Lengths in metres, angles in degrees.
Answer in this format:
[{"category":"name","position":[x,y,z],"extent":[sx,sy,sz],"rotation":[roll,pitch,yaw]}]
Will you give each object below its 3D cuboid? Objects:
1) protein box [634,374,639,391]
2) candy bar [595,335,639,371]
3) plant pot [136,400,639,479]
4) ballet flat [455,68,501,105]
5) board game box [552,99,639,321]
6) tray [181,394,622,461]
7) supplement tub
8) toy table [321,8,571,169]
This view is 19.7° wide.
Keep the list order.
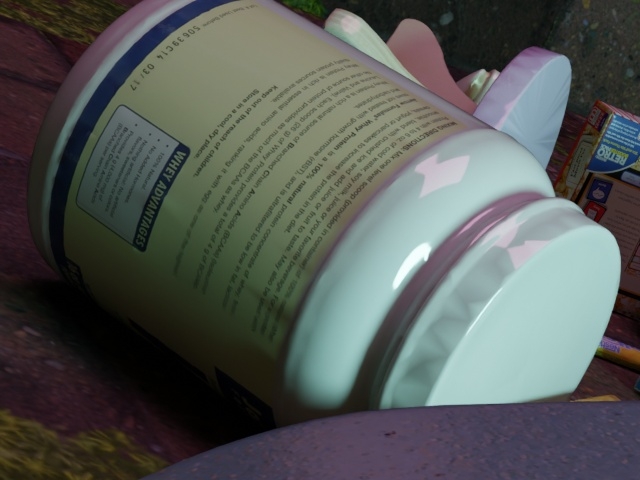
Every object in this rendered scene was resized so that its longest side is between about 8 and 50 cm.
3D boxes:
[{"category":"protein box","position":[0.426,0.098,1.616],"extent":[0.201,0.200,0.136],"rotation":[35,17,33]},{"category":"candy bar","position":[0.252,0.093,1.712],"extent":[0.161,0.018,0.040],"rotation":[21,15,-16]},{"category":"plant pot","position":[0.022,0.190,0.540],"extent":[0.252,0.247,0.248],"rotation":[6,16,-4]},{"category":"ballet flat","position":[0.156,-0.073,1.812],"extent":[0.164,0.182,0.483],"rotation":[23,14,-7]},{"category":"board game box","position":[0.306,-0.029,1.885],"extent":[0.147,0.193,0.045],"rotation":[20,14,-23]},{"category":"tray","position":[0.115,0.178,0.968],"extent":[0.203,0.076,0.411],"rotation":[38,24,31]},{"category":"supplement tub","position":[0.000,0.000,1.163],"extent":[0.325,0.235,0.235],"rotation":[33,16,29]},{"category":"toy table","position":[0.079,-0.067,1.492],"extent":[0.161,0.252,0.274],"rotation":[21,45,20]}]
